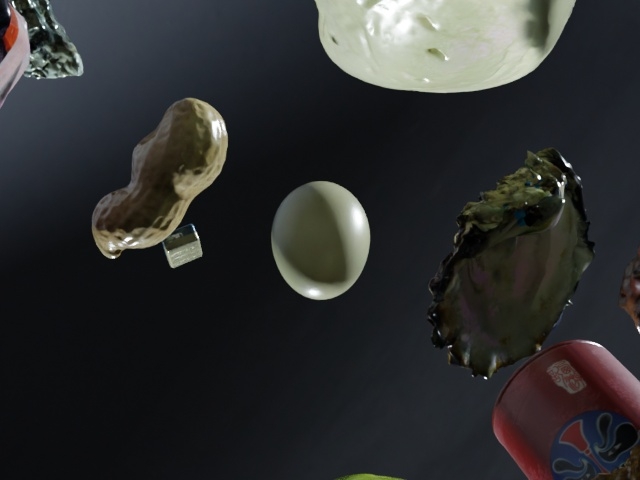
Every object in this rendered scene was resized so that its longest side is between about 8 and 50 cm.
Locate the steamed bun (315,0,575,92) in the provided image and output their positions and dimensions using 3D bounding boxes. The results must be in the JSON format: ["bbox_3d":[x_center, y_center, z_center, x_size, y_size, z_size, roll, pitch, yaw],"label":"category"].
[{"bbox_3d":[0.144,-0.350,0.953,0.456,0.289,0.372,36,61,-77],"label":"steamed bun"}]

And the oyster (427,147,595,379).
[{"bbox_3d":[0.205,0.020,0.990,0.198,0.092,0.260,29,91,-43],"label":"oyster"}]

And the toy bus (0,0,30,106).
[{"bbox_3d":[-0.436,-0.150,0.978,0.303,0.127,0.147,-51,170,-4],"label":"toy bus"}]

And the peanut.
[{"bbox_3d":[-0.193,-0.067,1.105,0.228,0.104,0.085,-52,152,12],"label":"peanut"}]

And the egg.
[{"bbox_3d":[0.000,0.000,1.734,0.185,0.242,0.186,1,145,1],"label":"egg"}]

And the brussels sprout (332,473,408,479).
[{"bbox_3d":[0.039,0.362,0.891,0.294,0.227,0.260,-17,137,-61],"label":"brussels sprout"}]

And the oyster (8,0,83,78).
[{"bbox_3d":[-0.511,-0.395,1.491,0.162,0.158,0.351,-41,101,1],"label":"oyster"}]

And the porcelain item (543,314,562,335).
[{"bbox_3d":[0.364,0.036,1.636,0.186,0.138,0.288,-31,123,-41],"label":"porcelain item"}]

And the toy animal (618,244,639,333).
[{"bbox_3d":[0.330,0.042,0.768,0.312,0.097,0.158,35,84,-48],"label":"toy animal"}]

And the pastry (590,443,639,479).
[{"bbox_3d":[0.388,0.250,0.842,0.193,0.274,0.275,-68,150,-26],"label":"pastry"}]

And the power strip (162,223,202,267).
[{"bbox_3d":[-0.218,0.009,1.462,0.056,0.032,0.123,-23,169,-10],"label":"power strip"}]

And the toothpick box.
[{"bbox_3d":[0.386,0.301,1.175,0.204,0.333,0.204,-11,122,-17],"label":"toothpick box"}]
